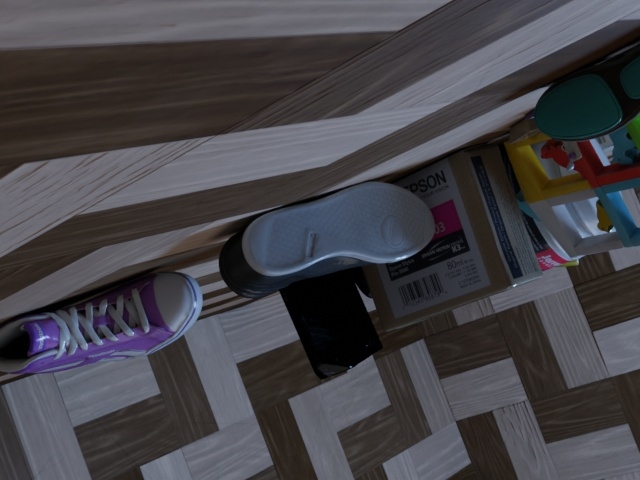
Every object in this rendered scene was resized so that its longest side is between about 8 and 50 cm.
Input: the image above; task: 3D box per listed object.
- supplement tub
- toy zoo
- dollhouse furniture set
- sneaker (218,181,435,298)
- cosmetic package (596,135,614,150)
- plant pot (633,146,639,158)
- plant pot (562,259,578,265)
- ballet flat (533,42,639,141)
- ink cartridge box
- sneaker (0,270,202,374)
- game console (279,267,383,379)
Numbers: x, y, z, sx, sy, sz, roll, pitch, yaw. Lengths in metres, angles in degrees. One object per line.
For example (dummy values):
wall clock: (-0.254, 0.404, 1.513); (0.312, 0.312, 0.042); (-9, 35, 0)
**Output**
supplement tub: (0.287, -0.040, 1.686); (0.272, 0.191, 0.191); (-23, 176, 30)
toy zoo: (0.359, -0.075, 1.453); (0.293, 0.192, 0.030); (-13, -154, 49)
dollhouse furniture set: (0.292, -0.122, 1.402); (0.091, 0.081, 0.114); (-20, 176, -18)
sneaker: (0.000, 0.000, 1.455); (0.295, 0.104, 0.147); (-11, 173, -34)
cosmetic package: (0.492, -0.174, 2.019); (0.060, 0.041, 0.115); (-23, 176, 17)
plant pot: (0.692, -0.138, 2.181); (0.215, 0.230, 0.215); (-21, 176, -1)
plant pot: (0.396, -0.040, 2.299); (0.187, 0.212, 0.212); (-9, 177, 4)
ballet flat: (0.307, -0.155, 1.137); (0.068, 0.072, 0.213); (-26, 180, -40)
ink cartridge box: (0.161, 0.000, 1.566); (0.234, 0.193, 0.088); (-25, 172, 42)
sneaker: (-0.298, 0.117, 1.483); (0.282, 0.102, 0.161); (-22, 173, 12)
game console: (0.063, 0.054, 1.696); (0.044, 0.213, 0.361); (-23, 180, 36)
